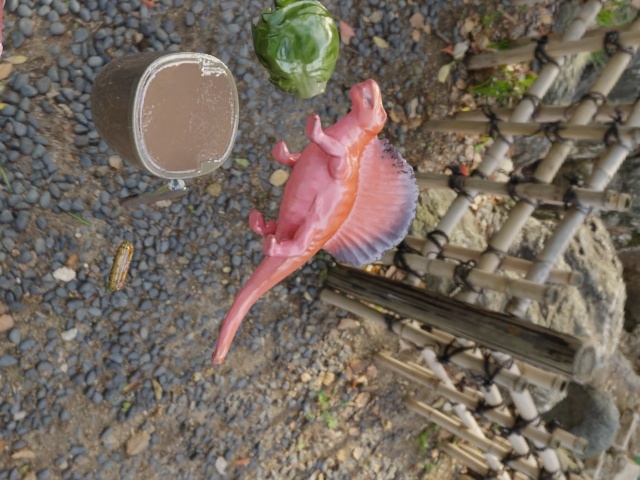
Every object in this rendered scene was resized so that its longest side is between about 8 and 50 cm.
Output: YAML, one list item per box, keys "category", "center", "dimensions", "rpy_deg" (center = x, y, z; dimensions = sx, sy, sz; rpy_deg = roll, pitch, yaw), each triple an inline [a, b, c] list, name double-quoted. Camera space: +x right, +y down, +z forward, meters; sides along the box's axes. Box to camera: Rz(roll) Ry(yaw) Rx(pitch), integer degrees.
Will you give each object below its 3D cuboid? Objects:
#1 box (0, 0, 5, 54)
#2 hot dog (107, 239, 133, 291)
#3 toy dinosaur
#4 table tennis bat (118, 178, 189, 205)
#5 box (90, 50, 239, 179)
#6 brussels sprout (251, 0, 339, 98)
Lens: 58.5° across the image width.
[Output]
- category: "box"
  center: [-0.526, -0.182, 0.546]
  dimensions: [0.314, 0.312, 0.300]
  rpy_deg: [27, 104, -38]
- category: "hot dog"
  center: [-0.453, 0.058, 1.286]
  dimensions: [0.037, 0.049, 0.122]
  rpy_deg: [18, 86, 4]
- category: "toy dinosaur"
  center: [0.008, -0.001, 0.521]
  dimensions: [0.138, 0.070, 0.286]
  rpy_deg: [15, 108, -26]
- category: "table tennis bat"
  center: [-0.221, -0.064, 0.780]
  dimensions: [0.095, 0.158, 0.014]
  rpy_deg: [-12, 92, -32]
- category: "box"
  center: [-0.359, -0.297, 1.306]
  dimensions: [0.301, 0.216, 0.301]
  rpy_deg: [-26, 126, -42]
- category: "brussels sprout"
  center: [-0.037, -0.313, 0.932]
  dimensions: [0.139, 0.100, 0.181]
  rpy_deg: [-14, 120, 10]
